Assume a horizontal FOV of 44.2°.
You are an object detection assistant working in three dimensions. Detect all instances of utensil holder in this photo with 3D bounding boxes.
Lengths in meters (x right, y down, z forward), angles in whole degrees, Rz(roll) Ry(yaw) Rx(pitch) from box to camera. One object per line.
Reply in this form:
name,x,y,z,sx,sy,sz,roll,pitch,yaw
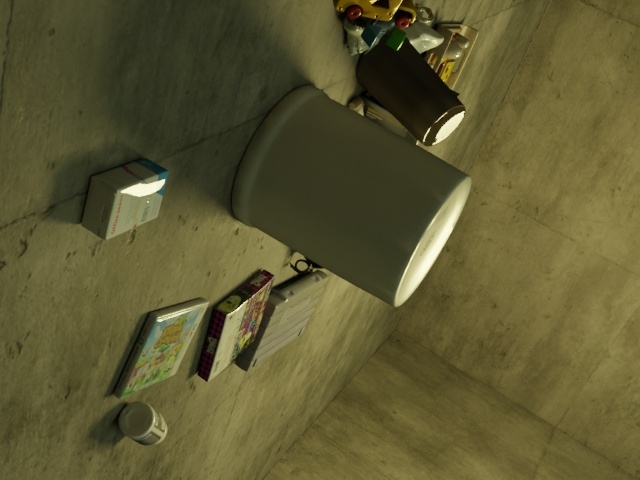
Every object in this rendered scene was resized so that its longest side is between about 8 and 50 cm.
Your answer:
utensil holder,0.067,-0.086,1.617,0.328,0.385,0.328,-52,163,-23

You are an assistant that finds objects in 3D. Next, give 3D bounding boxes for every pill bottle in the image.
pill bottle,-0.377,0.397,1.691,0.078,0.078,0.137,-54,163,-18

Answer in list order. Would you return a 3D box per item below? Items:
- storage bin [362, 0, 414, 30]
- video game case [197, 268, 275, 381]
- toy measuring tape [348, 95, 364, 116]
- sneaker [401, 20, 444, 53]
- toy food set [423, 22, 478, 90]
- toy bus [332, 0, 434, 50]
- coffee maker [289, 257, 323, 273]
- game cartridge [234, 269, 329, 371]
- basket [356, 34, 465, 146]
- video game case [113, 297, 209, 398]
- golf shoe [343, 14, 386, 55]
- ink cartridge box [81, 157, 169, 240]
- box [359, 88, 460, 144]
storage bin,0.117,-0.483,1.565,0.098,0.091,0.135,-46,174,33
video game case,-0.207,0.208,1.936,0.210,0.041,0.232,-39,155,-50
toy measuring tape,0.078,-0.215,2.002,0.121,0.121,0.330,-47,138,-37
sneaker,0.231,-0.491,1.981,0.212,0.080,0.094,-24,150,-50
toy food set,0.371,-0.514,2.306,0.306,0.092,0.220,-28,145,-61
toy bus,0.116,-0.461,1.420,0.202,0.191,0.104,-46,175,-38
coffee maker,0.000,0.000,2.052,0.171,0.120,0.178,-54,163,-17
game cartridge,-0.104,0.214,2.236,0.355,0.068,0.230,-24,138,-64
basket,0.217,-0.340,1.827,0.154,0.227,0.204,-43,160,12
video game case,-0.325,0.219,1.630,0.193,0.023,0.212,-63,164,13
golf shoe,0.084,-0.424,1.652,0.086,0.069,0.176,-59,164,20
ink cartridge box,-0.291,-0.063,1.175,0.122,0.052,0.089,-36,151,-58
box,0.222,-0.347,1.990,0.231,0.183,0.056,-43,157,-43
